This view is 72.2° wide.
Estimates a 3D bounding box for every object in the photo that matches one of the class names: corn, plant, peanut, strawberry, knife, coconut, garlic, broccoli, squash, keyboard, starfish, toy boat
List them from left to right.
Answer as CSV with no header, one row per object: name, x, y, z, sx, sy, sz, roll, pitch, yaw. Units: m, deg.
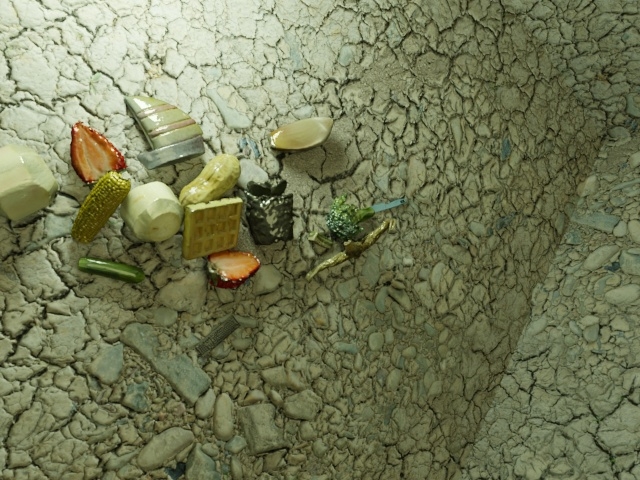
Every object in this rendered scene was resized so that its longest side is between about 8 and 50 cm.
coconut,-0.971,-0.181,1.372,0.241,0.241,0.241,-1,93,-30
strawberry,-0.799,-0.290,1.539,0.174,0.098,0.228,-42,101,-6
corn,-0.756,-0.121,1.508,0.101,0.101,0.310,36,108,-26
squash,-0.756,0.108,1.597,0.229,0.066,0.066,17,84,-28
coconut,-0.612,-0.110,1.593,0.202,0.222,0.202,-31,146,-25
toy boat,-0.569,-0.410,1.661,0.276,0.111,0.293,-9,87,-36
peanut,-0.432,-0.222,1.719,0.305,0.147,0.147,-48,113,-19
keyboard,-0.426,0.398,1.828,0.198,0.010,0.063,-40,109,-22
strawberry,-0.361,0.129,1.795,0.237,0.190,0.111,-8,137,-41
plant,-0.216,-0.119,1.826,0.199,0.188,0.275,-13,101,-26
garlic,-0.082,-0.455,1.929,0.318,0.112,0.143,-19,79,-21
broccoli,0.132,-0.128,2.055,0.198,0.177,0.275,52,47,-11
starfish,0.147,0.039,1.992,0.432,0.324,0.082,-28,83,-30
knife,0.316,-0.171,2.224,0.313,0.019,0.044,-18,94,-27

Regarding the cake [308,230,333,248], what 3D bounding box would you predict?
cake,0.000,0.000,2.046,0.140,0.055,0.051,30,76,-45

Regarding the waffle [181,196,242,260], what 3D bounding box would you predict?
waffle,-0.417,-0.048,1.703,0.248,0.055,0.221,-18,130,-45
